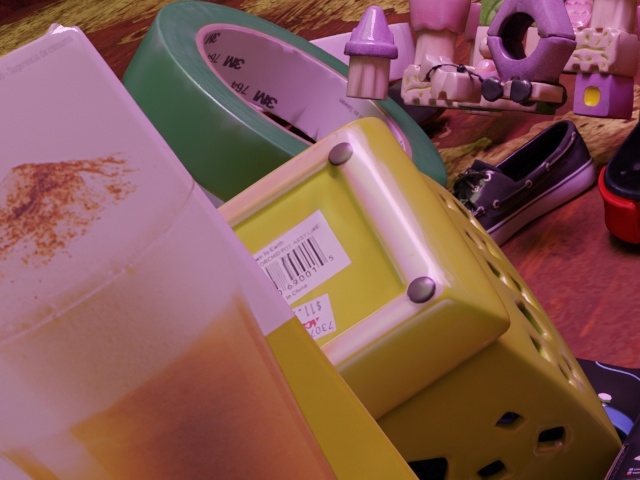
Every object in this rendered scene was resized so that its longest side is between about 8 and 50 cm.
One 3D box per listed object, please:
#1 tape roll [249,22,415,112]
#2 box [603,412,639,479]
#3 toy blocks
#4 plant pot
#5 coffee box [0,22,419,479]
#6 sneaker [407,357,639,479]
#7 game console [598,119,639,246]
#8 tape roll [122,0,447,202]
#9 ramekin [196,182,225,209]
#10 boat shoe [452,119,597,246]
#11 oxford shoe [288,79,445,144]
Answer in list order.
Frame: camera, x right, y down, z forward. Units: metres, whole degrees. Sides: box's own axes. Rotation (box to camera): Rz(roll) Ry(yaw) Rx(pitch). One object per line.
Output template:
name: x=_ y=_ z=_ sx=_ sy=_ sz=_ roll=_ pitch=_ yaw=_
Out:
tape roll: x=-0.065 y=-0.197 z=1.964 sx=0.392 sy=0.072 sz=0.392 roll=-13 pitch=5 yaw=1
box: x=0.329 y=0.114 z=0.907 sx=0.295 sy=0.073 sz=0.293 roll=-8 pitch=23 yaw=34
toy blocks: x=0.194 y=-0.256 z=1.532 sx=0.289 sy=0.260 sz=0.309 roll=8 pitch=4 yaw=41
plant pot: x=0.021 y=0.072 z=0.974 sx=0.228 sy=0.207 sz=0.227 roll=-34 pitch=48 yaw=6
coffee box: x=-0.191 y=0.166 z=0.740 sx=0.338 sy=0.334 sz=0.338 roll=-34 pitch=-6 yaw=-29
sneaker: x=0.126 y=0.124 z=1.088 sx=0.232 sy=0.081 sz=0.090 roll=0 pitch=25 yaw=31
game console: x=0.454 y=-0.121 z=1.354 sx=0.342 sy=0.060 sz=0.386 roll=5 pitch=41 yaw=41
tape roll: x=-0.032 y=-0.111 z=1.504 sx=0.077 sy=0.321 sz=0.321 roll=-56 pitch=8 yaw=22
ramekin: x=-0.203 y=-0.073 z=1.680 sx=0.303 sy=0.148 sz=0.303 roll=-16 pitch=0 yaw=0
boat shoe: x=0.165 y=-0.046 z=1.480 sx=0.228 sy=0.076 sz=0.080 roll=-28 pitch=21 yaw=-19
oxford shoe: x=0.058 y=-0.134 z=1.861 sx=0.212 sy=0.076 sz=0.076 roll=-18 pitch=-10 yaw=18
